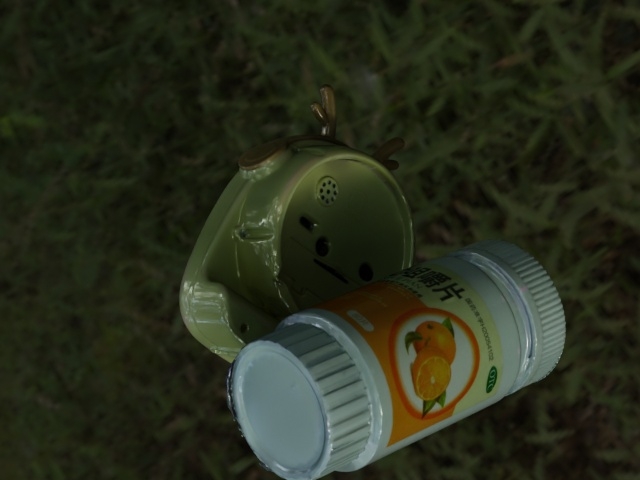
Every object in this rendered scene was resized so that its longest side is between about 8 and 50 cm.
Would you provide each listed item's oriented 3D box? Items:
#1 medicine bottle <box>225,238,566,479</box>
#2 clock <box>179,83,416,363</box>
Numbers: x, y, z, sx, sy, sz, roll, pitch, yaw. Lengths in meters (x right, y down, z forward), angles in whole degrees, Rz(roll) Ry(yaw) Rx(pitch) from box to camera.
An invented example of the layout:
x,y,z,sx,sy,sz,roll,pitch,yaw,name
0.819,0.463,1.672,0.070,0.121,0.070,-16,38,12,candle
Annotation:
x,y,z,sx,sy,sz,roll,pitch,yaw,name
0.075,0.113,1.647,0.158,0.318,0.158,23,123,42,medicine bottle
0.000,0.000,1.750,0.235,0.308,0.096,34,158,-35,clock
